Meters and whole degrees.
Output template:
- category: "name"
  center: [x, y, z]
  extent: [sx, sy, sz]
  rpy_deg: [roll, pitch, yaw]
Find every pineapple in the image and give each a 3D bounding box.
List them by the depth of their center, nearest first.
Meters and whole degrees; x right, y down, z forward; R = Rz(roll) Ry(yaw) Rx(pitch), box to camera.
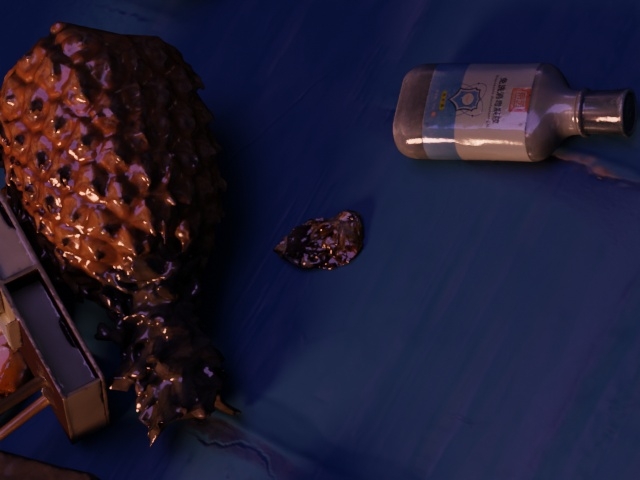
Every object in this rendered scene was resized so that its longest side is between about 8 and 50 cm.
- category: "pineapple"
  center: [-0.161, -0.002, 1.736]
  extent: [0.202, 0.202, 0.362]
  rpy_deg: [-26, 67, 12]

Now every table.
- category: "table"
  center: [-0.288, 0.068, 1.738]
  extent: [0.111, 0.121, 0.240]
  rpy_deg: [-26, 69, -15]

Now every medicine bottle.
- category: "medicine bottle"
  center: [0.167, -0.111, 1.705]
  extent: [0.208, 0.054, 0.090]
  rpy_deg: [2, 65, 27]

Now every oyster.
- category: "oyster"
  center: [-0.003, 0.000, 1.751]
  extent: [0.083, 0.019, 0.054]
  rpy_deg: [-12, 60, 21]

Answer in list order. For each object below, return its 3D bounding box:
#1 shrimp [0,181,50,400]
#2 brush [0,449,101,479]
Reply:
- category: "shrimp"
  center: [-0.352, 0.045, 1.866]
  extent: [0.222, 0.054, 0.290]
  rpy_deg: [7, 67, 19]
- category: "brush"
  center: [-0.273, 0.248, 1.728]
  extent: [0.197, 0.059, 0.123]
  rpy_deg: [10, 68, 30]
